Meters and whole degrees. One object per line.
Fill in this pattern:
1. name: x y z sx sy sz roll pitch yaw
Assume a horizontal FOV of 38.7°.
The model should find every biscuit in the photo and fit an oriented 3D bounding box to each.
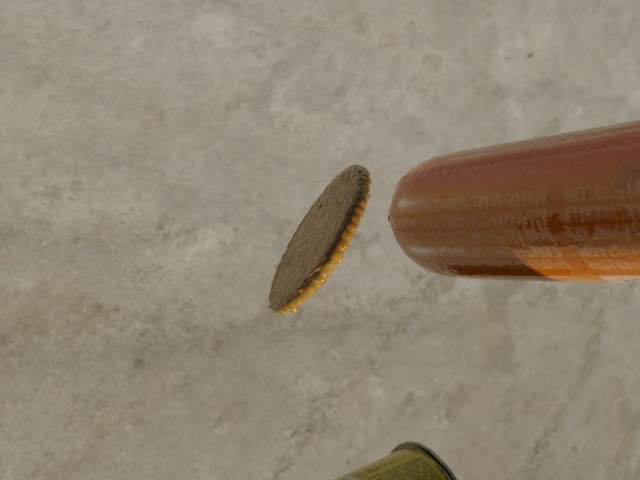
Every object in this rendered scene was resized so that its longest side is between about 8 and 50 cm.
1. biscuit: 0.000 0.000 1.338 0.035 0.254 0.254 32 84 -13

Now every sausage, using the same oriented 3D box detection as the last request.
1. sausage: 0.140 -0.019 0.552 0.093 0.312 0.093 1 88 -31

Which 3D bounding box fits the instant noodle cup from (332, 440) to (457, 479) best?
1. instant noodle cup: 0.049 0.302 0.885 0.144 0.182 0.182 -10 111 -25
